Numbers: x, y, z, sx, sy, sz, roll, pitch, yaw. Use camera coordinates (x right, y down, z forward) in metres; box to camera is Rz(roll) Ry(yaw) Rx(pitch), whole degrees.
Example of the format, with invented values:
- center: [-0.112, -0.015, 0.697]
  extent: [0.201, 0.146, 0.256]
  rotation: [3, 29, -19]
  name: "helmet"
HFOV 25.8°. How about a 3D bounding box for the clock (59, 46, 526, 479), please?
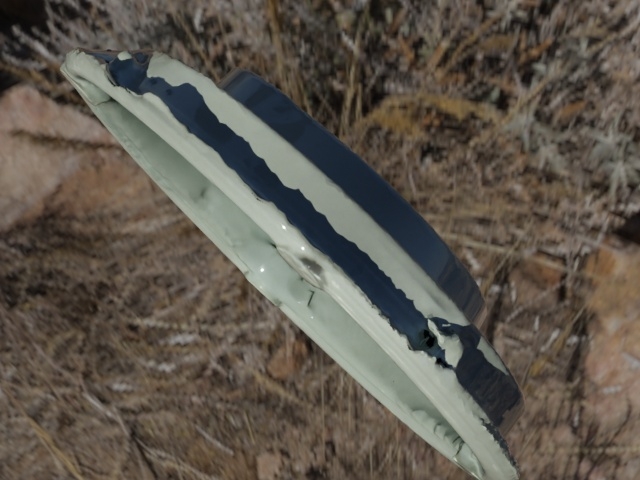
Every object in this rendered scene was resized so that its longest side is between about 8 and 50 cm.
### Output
- center: [0.000, 0.000, 0.543]
  extent: [0.053, 0.236, 0.236]
  rotation: [-44, 74, -6]
  name: "clock"
